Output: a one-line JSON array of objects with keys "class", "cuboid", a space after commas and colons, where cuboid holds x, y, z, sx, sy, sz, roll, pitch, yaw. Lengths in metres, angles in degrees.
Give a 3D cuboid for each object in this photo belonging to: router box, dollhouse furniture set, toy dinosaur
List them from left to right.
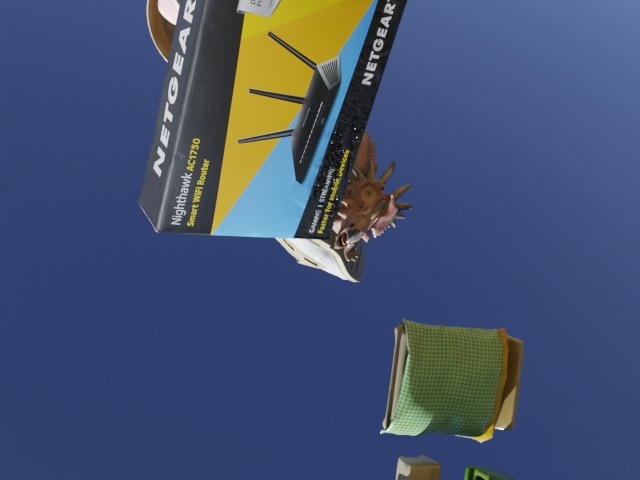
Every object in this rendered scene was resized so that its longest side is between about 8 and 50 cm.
[{"class": "router box", "cuboid": [-0.032, -0.089, 0.434, 0.133, 0.178, 0.046, 2, -154, -33]}, {"class": "toy dinosaur", "cuboid": [0.046, -0.098, 1.019, 0.127, 0.200, 0.295, 9, -119, -29]}, {"class": "dollhouse furniture set", "cuboid": [0.201, 0.268, 0.887, 0.198, 0.301, 0.151, 7, -179, -25]}]

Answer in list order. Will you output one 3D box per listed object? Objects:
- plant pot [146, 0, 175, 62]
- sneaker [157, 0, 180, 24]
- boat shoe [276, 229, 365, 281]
[{"class": "plant pot", "cuboid": [-0.160, -0.368, 1.090, 0.236, 0.236, 0.032, 8, -147, -20]}, {"class": "sneaker", "cuboid": [-0.233, -0.386, 1.008, 0.051, 0.070, 0.134, -36, -73, -28]}, {"class": "boat shoe", "cuboid": [0.000, 0.000, 1.353, 0.103, 0.302, 0.113, -3, -117, 26]}]
